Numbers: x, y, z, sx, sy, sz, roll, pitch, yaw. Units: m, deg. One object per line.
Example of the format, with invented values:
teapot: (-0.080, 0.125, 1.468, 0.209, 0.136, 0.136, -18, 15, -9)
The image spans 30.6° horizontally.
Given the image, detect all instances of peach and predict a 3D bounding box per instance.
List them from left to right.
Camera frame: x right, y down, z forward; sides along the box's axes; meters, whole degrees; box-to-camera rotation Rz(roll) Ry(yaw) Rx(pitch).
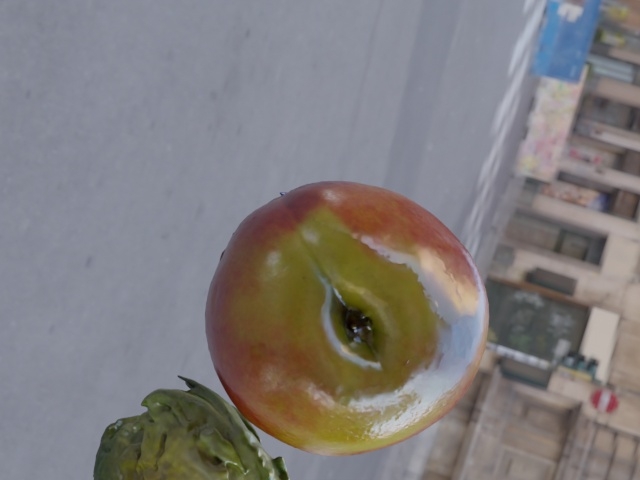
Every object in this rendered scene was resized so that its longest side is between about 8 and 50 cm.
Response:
peach: (0.016, 0.052, 0.789, 0.192, 0.190, 0.190, 136, -26, -80)

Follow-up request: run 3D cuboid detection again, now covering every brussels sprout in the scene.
brussels sprout: (-0.094, 0.189, 0.876, 0.139, 0.181, 0.100, -50, 162, -1)

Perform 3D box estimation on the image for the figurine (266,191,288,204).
figurine: (-0.009, -0.002, 1.289, 0.114, 0.157, 0.126, 24, 57, -39)
